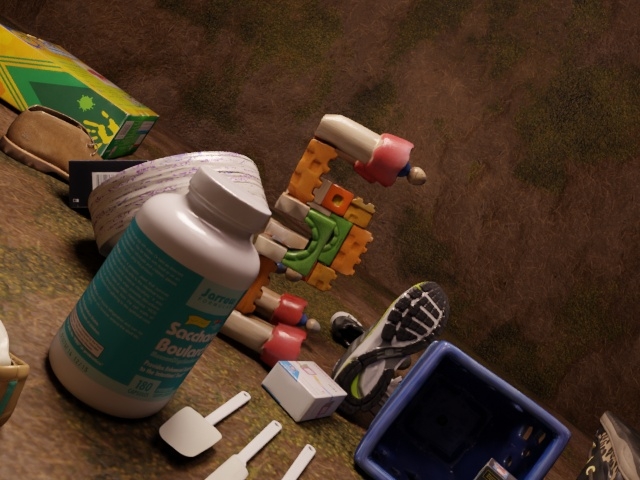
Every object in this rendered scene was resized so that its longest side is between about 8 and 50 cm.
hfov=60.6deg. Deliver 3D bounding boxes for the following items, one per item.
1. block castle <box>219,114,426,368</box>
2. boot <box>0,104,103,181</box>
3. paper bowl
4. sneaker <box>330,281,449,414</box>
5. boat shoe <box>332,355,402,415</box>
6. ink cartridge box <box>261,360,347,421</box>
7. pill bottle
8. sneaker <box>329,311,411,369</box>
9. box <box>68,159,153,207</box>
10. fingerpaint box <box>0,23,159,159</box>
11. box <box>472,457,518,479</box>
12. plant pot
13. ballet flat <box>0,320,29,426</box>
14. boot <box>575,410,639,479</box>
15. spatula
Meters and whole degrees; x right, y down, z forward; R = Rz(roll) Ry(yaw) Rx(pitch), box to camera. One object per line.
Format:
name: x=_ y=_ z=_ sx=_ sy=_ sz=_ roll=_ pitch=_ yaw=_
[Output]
block castle: x=0.000 y=0.000 z=1.037 sx=0.213 sy=0.453 sz=0.303 roll=28 pitch=6 yaw=-5
boot: x=-0.499 y=-0.173 z=1.162 sx=0.305 sy=0.115 sz=0.112 roll=30 pitch=7 yaw=-47
paper bowl: x=-0.226 y=-0.026 z=0.916 sx=0.284 sy=0.284 sz=0.148 roll=12 pitch=60 yaw=-74
sneaker: x=0.120 y=0.188 z=1.036 sx=0.111 sy=0.300 sz=0.121 roll=50 pitch=-13 yaw=-8
boat shoe: x=0.142 y=0.312 z=1.099 sx=0.258 sy=0.084 sz=0.095 roll=37 pitch=7 yaw=17
ink cartridge box: x=-0.024 y=0.243 z=0.893 sx=0.088 sy=0.052 sz=0.122 roll=39 pitch=6 yaw=28
pill bottle: x=-0.166 y=0.051 z=0.602 sx=0.146 sy=0.264 sz=0.146 roll=35 pitch=7 yaw=-5
sneaker: x=0.124 y=0.268 z=1.379 sx=0.234 sy=0.078 sz=0.106 roll=32 pitch=10 yaw=-1
box: x=-0.386 y=-0.111 z=1.083 sx=0.156 sy=0.093 sz=0.158 roll=1 pitch=5 yaw=3
fingerpaint box: x=-0.695 y=-0.402 z=1.551 sx=0.371 sy=0.163 sz=0.445 roll=35 pitch=6 yaw=-13
box: x=0.250 y=0.407 z=0.653 sx=0.233 sy=0.159 sz=0.044 roll=39 pitch=7 yaw=26
plant pot: x=0.215 y=0.310 z=0.896 sx=0.236 sy=0.236 sz=0.212 roll=37 pitch=0 yaw=7
ballet flat: x=-0.330 y=0.067 z=0.487 sx=0.232 sy=0.073 sz=0.080 roll=38 pitch=7 yaw=22
boot: x=0.432 y=0.431 z=0.856 sx=0.138 sy=0.284 sz=0.377 roll=37 pitch=8 yaw=20
spatula: x=-0.085 y=0.251 z=0.670 sx=0.168 sy=0.019 sz=0.242 roll=36 pitch=7 yaw=11
